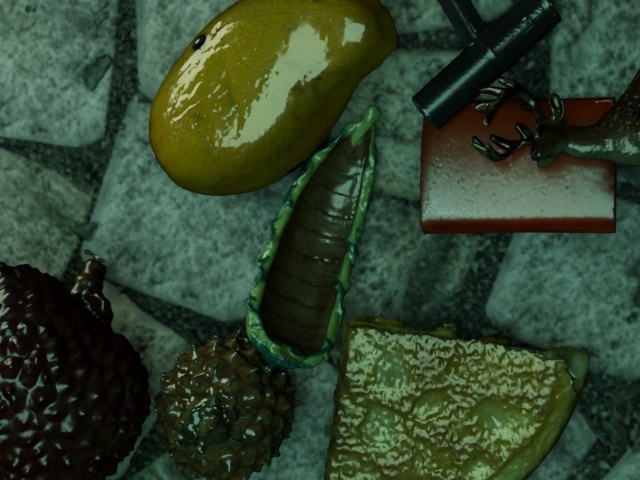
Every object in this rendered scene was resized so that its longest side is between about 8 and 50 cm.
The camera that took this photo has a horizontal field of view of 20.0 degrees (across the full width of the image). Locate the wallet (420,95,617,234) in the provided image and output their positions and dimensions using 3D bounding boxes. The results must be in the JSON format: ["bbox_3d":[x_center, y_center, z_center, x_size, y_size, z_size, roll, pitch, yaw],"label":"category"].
[{"bbox_3d":[0.206,-0.077,1.880,0.204,0.045,0.142,0,85,12],"label":"wallet"}]

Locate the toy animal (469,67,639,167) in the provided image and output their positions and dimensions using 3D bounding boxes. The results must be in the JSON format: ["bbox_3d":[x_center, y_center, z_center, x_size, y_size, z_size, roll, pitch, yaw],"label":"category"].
[{"bbox_3d":[0.307,-0.123,1.807,0.260,0.087,0.243,30,62,26],"label":"toy animal"}]

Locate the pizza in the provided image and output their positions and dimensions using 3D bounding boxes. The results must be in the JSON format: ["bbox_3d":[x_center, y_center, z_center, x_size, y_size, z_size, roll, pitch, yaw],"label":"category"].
[{"bbox_3d":[0.134,0.220,1.917,0.258,0.087,0.268,11,100,6],"label":"pizza"}]

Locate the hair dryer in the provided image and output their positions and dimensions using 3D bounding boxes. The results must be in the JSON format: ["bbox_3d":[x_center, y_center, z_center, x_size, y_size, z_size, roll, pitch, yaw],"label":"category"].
[{"bbox_3d":[0.121,-0.239,1.873,0.173,0.050,0.195,-43,79,0],"label":"hair dryer"}]

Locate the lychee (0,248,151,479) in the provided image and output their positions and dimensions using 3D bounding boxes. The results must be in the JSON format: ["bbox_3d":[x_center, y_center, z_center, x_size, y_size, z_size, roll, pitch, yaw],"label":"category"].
[{"bbox_3d":[-0.306,0.148,1.910,0.264,0.264,0.300,28,87,7],"label":"lychee"}]

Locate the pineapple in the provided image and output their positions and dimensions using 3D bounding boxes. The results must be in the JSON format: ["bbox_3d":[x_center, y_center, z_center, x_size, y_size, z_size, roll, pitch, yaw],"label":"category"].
[{"bbox_3d":[-0.102,0.178,1.905,0.166,0.193,0.166,1,98,4],"label":"pineapple"}]

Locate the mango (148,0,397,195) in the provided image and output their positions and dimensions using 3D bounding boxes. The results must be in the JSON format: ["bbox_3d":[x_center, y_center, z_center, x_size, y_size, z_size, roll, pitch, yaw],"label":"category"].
[{"bbox_3d":[-0.053,-0.164,1.891,0.295,0.120,0.177,-38,81,12],"label":"mango"}]

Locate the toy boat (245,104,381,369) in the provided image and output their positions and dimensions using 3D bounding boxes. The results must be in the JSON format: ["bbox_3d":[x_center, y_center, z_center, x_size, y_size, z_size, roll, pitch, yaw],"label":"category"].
[{"bbox_3d":[-0.003,-0.001,1.897,0.108,0.099,0.293,24,74,-16],"label":"toy boat"}]
